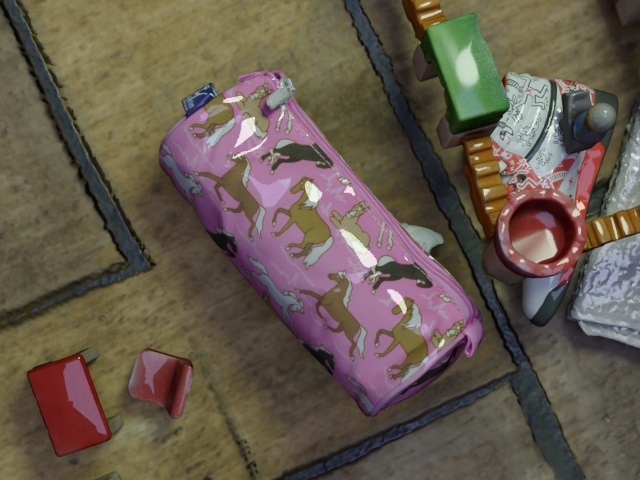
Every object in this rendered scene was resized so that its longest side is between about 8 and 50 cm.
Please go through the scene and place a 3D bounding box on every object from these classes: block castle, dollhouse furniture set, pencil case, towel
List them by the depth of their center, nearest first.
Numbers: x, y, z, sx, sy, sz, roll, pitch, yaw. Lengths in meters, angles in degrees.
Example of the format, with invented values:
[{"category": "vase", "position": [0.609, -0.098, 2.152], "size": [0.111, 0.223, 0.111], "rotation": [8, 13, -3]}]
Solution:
[{"category": "block castle", "position": [0.251, -0.202, 1.323], "size": [0.303, 0.213, 0.453], "rotation": [-16, 79, -8]}, {"category": "pencil case", "position": [0.000, 0.000, 1.382], "size": [0.160, 0.167, 0.386], "rotation": [-35, 79, -24]}, {"category": "dollhouse furniture set", "position": [-0.168, 0.287, 1.441], "size": [0.201, 0.152, 0.374], "rotation": [-19, 95, 0]}, {"category": "towel", "position": [0.401, -0.009, 1.487], "size": [0.187, 0.049, 0.282], "rotation": [16, 94, -4]}]

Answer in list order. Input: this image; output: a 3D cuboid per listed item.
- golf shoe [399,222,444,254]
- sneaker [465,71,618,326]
[{"category": "golf shoe", "position": [0.101, 0.069, 1.478], "size": [0.086, 0.069, 0.176], "rotation": [3, 95, -8]}, {"category": "sneaker", "position": [0.221, -0.050, 1.460], "size": [0.145, 0.090, 0.270], "rotation": [16, 90, -2]}]
